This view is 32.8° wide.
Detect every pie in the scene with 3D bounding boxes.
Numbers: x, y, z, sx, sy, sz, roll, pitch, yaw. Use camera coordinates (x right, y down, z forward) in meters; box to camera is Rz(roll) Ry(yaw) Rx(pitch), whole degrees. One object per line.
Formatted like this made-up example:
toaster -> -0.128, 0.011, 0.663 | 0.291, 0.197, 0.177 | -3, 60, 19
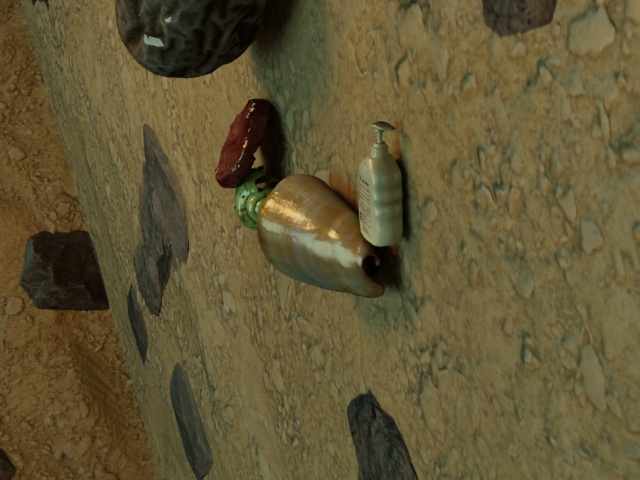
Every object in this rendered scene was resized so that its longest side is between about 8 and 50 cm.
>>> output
pie -> -0.122, -0.152, 1.708 | 0.154, 0.036, 0.154 | -54, 24, 37

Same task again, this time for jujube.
jujube -> -0.176, -0.366, 1.557 | 0.317, 0.226, 0.226 | -52, 53, 57

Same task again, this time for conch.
conch -> -0.011, 0.002, 1.456 | 0.255, 0.127, 0.158 | -140, 42, -64
conch -> -0.106, -0.076, 1.749 | 0.170, 0.079, 0.106 | -144, 60, -65

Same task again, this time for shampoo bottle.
shampoo bottle -> 0.072, -0.074, 1.326 | 0.077, 0.045, 0.152 | -133, 34, -60
